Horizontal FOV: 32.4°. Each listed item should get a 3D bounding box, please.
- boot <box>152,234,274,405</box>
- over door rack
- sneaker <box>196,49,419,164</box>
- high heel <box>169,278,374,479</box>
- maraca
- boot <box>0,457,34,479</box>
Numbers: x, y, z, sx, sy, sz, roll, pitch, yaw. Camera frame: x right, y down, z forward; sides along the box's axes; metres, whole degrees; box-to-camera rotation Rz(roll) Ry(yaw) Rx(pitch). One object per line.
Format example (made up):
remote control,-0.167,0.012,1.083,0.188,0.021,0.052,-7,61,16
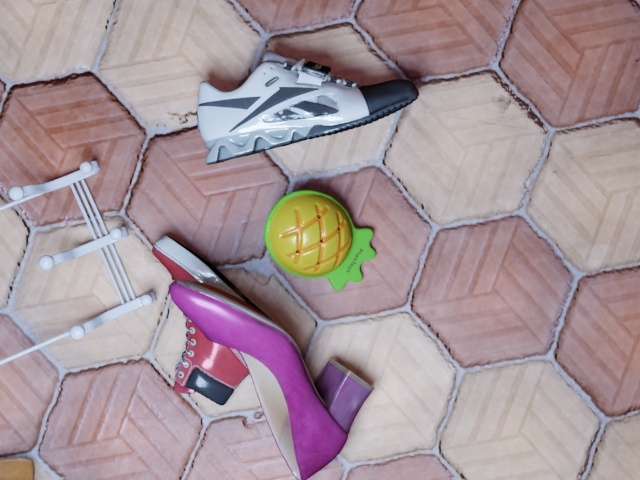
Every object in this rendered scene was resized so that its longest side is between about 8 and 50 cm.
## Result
boot,-0.195,0.125,1.635,0.244,0.088,0.176,45,92,-4
over door rack,-0.434,0.050,1.616,0.324,0.108,0.240,-23,90,-3
sneaker,-0.024,-0.217,1.611,0.330,0.122,0.146,-13,92,0
high heel,-0.094,0.203,1.551,0.377,0.127,0.181,35,86,-27
maraca,0.000,0.000,1.629,0.185,0.099,0.127,30,93,-26
boot,-0.542,0.430,1.589,0.283,0.109,0.220,-10,59,0
